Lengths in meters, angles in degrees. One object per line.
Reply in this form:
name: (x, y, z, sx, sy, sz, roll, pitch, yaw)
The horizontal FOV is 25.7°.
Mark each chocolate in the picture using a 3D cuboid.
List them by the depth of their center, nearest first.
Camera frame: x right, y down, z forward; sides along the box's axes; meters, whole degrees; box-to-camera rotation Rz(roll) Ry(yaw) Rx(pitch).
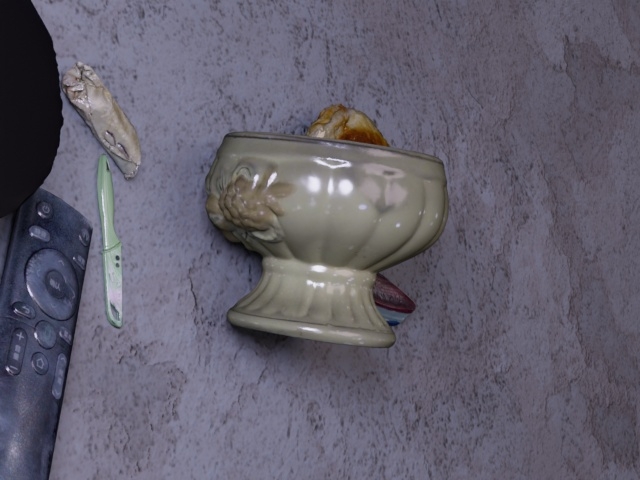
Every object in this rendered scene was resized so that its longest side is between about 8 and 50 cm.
chocolate: (-0.405, -0.133, 1.338, 0.283, 0.186, 0.284, 4, 85, -55)

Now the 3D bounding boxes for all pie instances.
pie: (0.041, -0.088, 1.965, 0.179, 0.084, 0.205, -37, 111, -50)

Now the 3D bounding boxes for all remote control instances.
remote control: (-0.304, 0.122, 1.463, 0.107, 0.044, 0.378, 45, 40, -45)

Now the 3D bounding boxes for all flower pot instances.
flower pot: (0.000, 0.000, 1.740, 0.307, 0.307, 0.244, 8, 88, -50)

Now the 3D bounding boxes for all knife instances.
knife: (-0.245, -0.001, 1.639, 0.030, 0.014, 0.207, 7, 76, -51)

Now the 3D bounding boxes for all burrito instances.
burrito: (-0.253, -0.143, 1.648, 0.149, 0.041, 0.055, 56, 52, -29)

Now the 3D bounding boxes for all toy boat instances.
toy boat: (0.055, 0.066, 1.974, 0.229, 0.046, 0.080, 28, 63, -46)
